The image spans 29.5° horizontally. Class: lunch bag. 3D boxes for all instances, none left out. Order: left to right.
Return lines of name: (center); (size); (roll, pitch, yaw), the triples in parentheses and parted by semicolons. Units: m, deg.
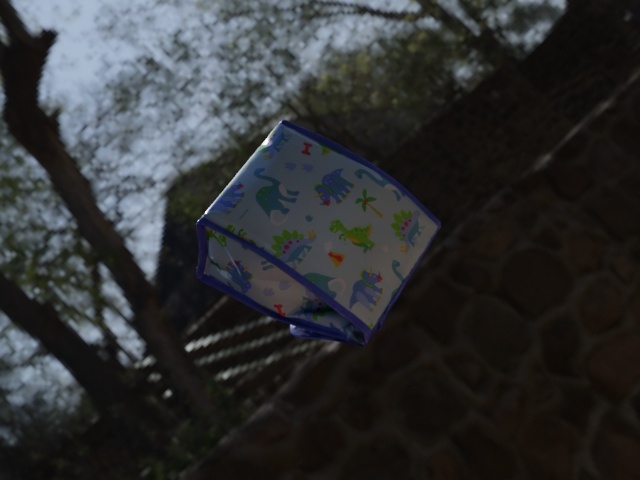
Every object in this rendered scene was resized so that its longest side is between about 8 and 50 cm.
lunch bag: (0.000, 0.000, 0.931); (0.129, 0.151, 0.096); (-55, -17, -32)
